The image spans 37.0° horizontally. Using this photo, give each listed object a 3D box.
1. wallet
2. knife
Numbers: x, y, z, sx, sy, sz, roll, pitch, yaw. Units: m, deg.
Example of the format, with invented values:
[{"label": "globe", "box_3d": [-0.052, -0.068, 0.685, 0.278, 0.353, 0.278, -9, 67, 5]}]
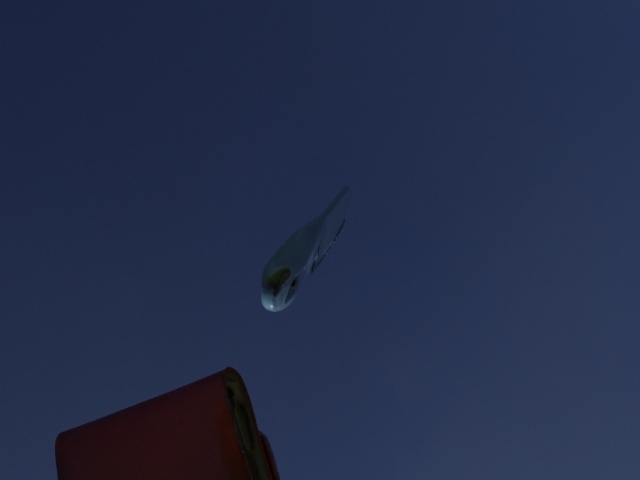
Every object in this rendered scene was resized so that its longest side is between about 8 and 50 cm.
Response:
[{"label": "wallet", "box_3d": [-0.129, 0.202, 0.794, 0.045, 0.204, 0.142, 3, -113, -59]}, {"label": "knife", "box_3d": [0.000, 0.000, 0.626, 0.019, 0.045, 0.313, 10, -166, 7]}]
